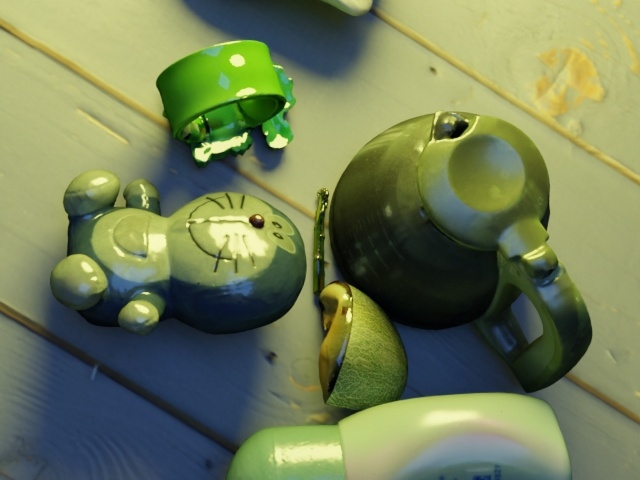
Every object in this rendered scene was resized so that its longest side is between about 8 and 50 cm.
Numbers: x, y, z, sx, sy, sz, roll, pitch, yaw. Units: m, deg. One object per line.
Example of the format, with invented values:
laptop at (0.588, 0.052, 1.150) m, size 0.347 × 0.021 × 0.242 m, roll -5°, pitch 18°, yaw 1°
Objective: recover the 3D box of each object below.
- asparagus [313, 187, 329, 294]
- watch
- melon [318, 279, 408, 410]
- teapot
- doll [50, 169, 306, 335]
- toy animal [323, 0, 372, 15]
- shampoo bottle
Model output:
asparagus at (0.000, 0.000, 1.425) m, size 0.018 × 0.015 × 0.127 m, roll 8°, pitch 75°, yaw -20°
watch at (-0.098, -0.170, 1.375) m, size 0.165 × 0.152 × 0.131 m, roll -15°, pitch 77°, yaw -14°
melon at (0.053, 0.111, 1.346) m, size 0.128 × 0.079 × 0.160 m, roll 27°, pitch 32°, yaw -23°
teapot at (0.149, 0.004, 1.341) m, size 0.239 × 0.239 × 0.322 m, roll -3°, pitch 78°, yaw -12°
doll at (-0.143, 0.023, 1.308) m, size 0.258 × 0.154 × 0.228 m, roll -4°, pitch 40°, yaw -3°
toy animal at (-0.013, -0.395, 1.444) m, size 0.289 × 0.174 × 0.249 m, roll 16°, pitch 63°, yaw 2°
shampoo bottle at (0.074, 0.260, 1.290) m, size 0.349 × 0.222 × 0.151 m, roll -3°, pitch 40°, yaw -4°
